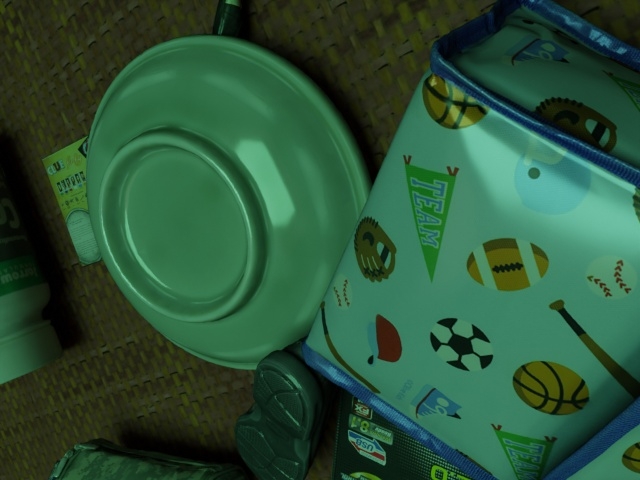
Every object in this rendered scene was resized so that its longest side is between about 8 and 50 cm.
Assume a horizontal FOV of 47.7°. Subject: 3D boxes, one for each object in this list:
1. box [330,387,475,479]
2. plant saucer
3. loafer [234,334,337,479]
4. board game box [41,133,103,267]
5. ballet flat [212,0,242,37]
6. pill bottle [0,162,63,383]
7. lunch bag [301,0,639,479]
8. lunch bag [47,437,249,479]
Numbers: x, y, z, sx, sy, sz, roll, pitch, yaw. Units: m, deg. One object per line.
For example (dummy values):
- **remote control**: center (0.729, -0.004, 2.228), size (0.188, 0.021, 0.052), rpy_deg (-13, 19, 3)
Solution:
- **box**: center (0.142, 0.256, 0.781), size (0.270, 0.060, 0.216), rpy_deg (16, 112, 29)
- **plant saucer**: center (-0.136, -0.023, 0.812), size (0.401, 0.100, 0.400), rpy_deg (9, 111, 25)
- **loafer**: center (-0.027, 0.201, 0.843), size (0.109, 0.095, 0.302), rpy_deg (40, 146, 16)
- **board game box**: center (-0.258, -0.070, 0.961), size (0.243, 0.042, 0.165), rpy_deg (-15, 96, 35)
- **ballet flat**: center (-0.100, -0.201, 0.827), size (0.049, 0.057, 0.173), rpy_deg (0, 109, -11)
- **pill bottle**: center (-0.529, 0.037, 1.074), size (0.204, 0.204, 0.360), rpy_deg (-19, 93, 36)
- **lunch bag**: center (0.216, 0.053, 0.555), size (0.386, 0.239, 0.327), rpy_deg (34, 133, 11)
- **lunch bag**: center (-0.236, 0.417, 0.996), size (0.305, 0.213, 0.255), rpy_deg (-2, 81, 32)
